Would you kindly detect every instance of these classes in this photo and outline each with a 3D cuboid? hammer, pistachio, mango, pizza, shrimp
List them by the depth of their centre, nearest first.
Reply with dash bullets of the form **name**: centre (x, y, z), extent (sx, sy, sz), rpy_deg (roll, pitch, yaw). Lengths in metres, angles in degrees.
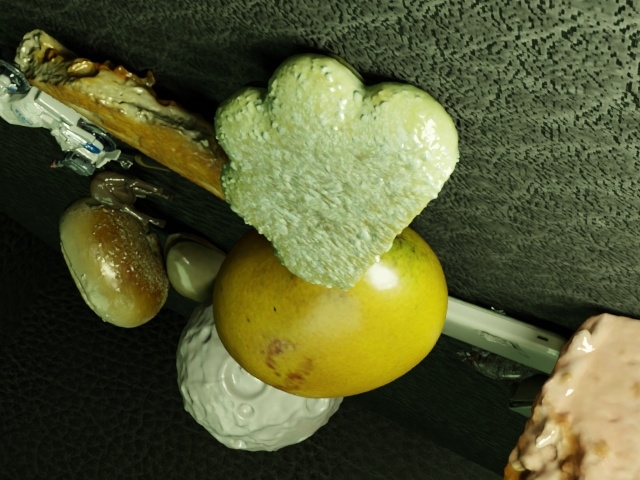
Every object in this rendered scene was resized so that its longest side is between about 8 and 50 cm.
- **pizza**: centre (-0.194, -0.138, 1.037), extent (0.365, 0.074, 0.182), rpy_deg (30, 168, -4)
- **mango**: centre (0.014, 0.071, 1.082), extent (0.264, 0.221, 0.378), rpy_deg (32, 153, -12)
- **shrimp**: centre (0.258, 0.175, 1.302), extent (0.165, 0.065, 0.057), rpy_deg (16, 130, 59)
- **hammer**: centre (-0.276, -0.127, 1.352), extent (0.201, 0.021, 0.078), rpy_deg (14, 160, 46)
- **pistachio**: centre (-0.246, 0.055, 1.773), extent (0.124, 0.124, 0.185), rpy_deg (17, 154, 41)

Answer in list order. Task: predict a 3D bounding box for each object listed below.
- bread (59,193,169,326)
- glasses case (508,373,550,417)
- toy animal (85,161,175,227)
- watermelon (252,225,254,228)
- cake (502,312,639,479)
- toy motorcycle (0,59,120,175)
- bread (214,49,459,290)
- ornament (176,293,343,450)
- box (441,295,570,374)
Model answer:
- **bread**: centre (-0.405, 0.032, 1.776), extent (0.305, 0.158, 0.305), rpy_deg (63, 180, -1)
- **glasses case**: centre (0.430, 0.281, 1.290), extent (0.308, 0.083, 0.128), rpy_deg (32, 160, -13)
- **toy animal**: centre (-0.340, -0.087, 1.479), extent (0.186, 0.094, 0.214), rpy_deg (18, 177, 6)
- **watermelon**: centre (-0.060, -0.003, 1.342), extent (0.085, 0.085, 0.061), rpy_deg (25, -154, 15)
- **cake**: centre (0.366, 0.272, 0.913), extent (0.307, 0.314, 0.293), rpy_deg (19, 162, 42)
- **toy motorcycle**: centre (-0.393, -0.178, 1.249), extent (0.221, 0.102, 0.150), rpy_deg (38, 152, -32)
- **bread**: centre (-0.009, -0.062, 0.798), extent (0.207, 0.056, 0.286), rpy_deg (33, 142, 1)
- **ornament**: centre (-0.113, 0.236, 1.688), extent (0.337, 0.337, 0.337), rpy_deg (27, 166, 7)
- **box**: centre (0.227, 0.124, 1.207), extent (0.285, 0.044, 0.142), rpy_deg (18, 165, 38)
